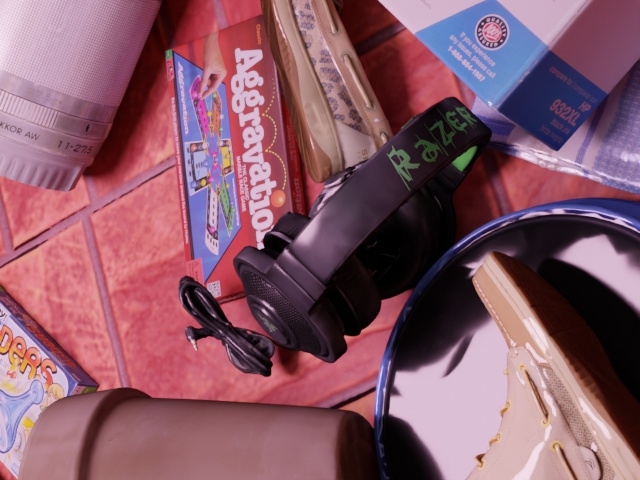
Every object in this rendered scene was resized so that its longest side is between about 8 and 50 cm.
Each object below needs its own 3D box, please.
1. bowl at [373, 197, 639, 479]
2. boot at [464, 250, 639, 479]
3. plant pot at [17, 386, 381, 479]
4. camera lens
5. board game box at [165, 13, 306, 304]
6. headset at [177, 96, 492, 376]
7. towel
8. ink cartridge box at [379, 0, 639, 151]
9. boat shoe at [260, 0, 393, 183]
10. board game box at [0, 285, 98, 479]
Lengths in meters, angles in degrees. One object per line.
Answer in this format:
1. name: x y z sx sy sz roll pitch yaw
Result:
1. bowl: 0.215 0.152 1.559 0.391 0.077 0.391 -6 79 35
2. boot: 0.157 0.160 1.496 0.203 0.095 0.262 -44 64 24
3. plant pot: -0.080 0.272 1.643 0.280 0.323 0.323 -14 74 17
4. camera lens: -0.302 -0.216 1.907 0.219 0.219 0.274 30 100 36
5. board game box: -0.086 -0.082 1.848 0.145 0.027 0.281 -16 73 32
6. headset: 0.000 0.000 1.641 0.185 0.243 0.394 44 135 9
7. towel: 0.268 -0.151 1.595 0.285 0.034 0.209 20 94 37
8. ink cartridge box: 0.215 -0.271 1.564 0.307 0.129 0.223 -49 52 12
9. boat shoe: 0.000 -0.195 1.770 0.089 0.104 0.285 -12 76 -7
10. board game box: -0.345 0.156 1.993 0.201 0.035 0.136 39 106 34
